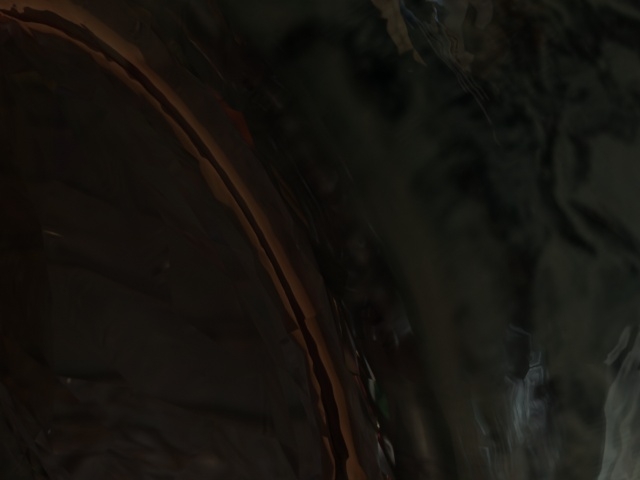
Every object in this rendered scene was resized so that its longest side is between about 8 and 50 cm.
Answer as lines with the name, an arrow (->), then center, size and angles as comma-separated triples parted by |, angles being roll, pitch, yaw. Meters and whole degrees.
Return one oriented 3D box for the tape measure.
tape measure -> 0.000, 0.000, 0.457 | 0.256, 0.147, 0.275 | 54, -36, 12
